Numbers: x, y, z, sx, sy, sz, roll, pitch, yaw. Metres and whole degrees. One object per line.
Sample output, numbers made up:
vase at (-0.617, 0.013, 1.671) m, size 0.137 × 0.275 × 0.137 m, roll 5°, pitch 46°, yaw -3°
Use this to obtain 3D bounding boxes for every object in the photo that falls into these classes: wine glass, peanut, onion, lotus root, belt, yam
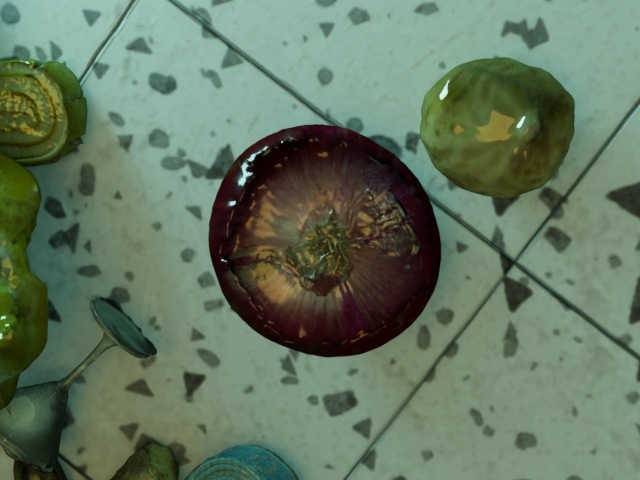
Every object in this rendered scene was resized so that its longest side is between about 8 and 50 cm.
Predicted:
wine glass at (-0.277, 0.153, 1.709) m, size 0.183 × 0.122 × 0.122 m, roll -44°, pitch 86°, yaw 8°
peanut at (0.176, -0.115, 1.564) m, size 0.159 × 0.109 × 0.141 m, roll 22°, pitch 91°, yaw 21°
onion at (0.004, -0.001, 1.593) m, size 0.248 × 0.161 × 0.248 m, roll 2°, pitch 106°, yaw 6°
lotus root at (-0.319, 0.271, 1.761) m, size 0.054 × 0.049 × 0.099 m, roll -26°, pitch 85°, yaw 17°
belt at (-0.087, 0.309, 1.693) m, size 0.147 × 0.082 × 0.163 m, roll 38°, pitch 111°, yaw 17°
yam at (-0.277, 0.342, 1.754) m, size 0.299 × 0.066 × 0.066 m, roll -43°, pitch 87°, yaw 16°

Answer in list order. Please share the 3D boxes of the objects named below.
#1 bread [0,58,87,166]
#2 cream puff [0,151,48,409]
bread at (-0.334, -0.139, 1.701) m, size 0.156 × 0.064 × 0.118 m, roll 0°, pitch 93°, yaw 14°
cream puff at (-0.431, 0.025, 1.631) m, size 0.323 × 0.270 × 0.274 m, roll 34°, pitch 138°, yaw -21°
